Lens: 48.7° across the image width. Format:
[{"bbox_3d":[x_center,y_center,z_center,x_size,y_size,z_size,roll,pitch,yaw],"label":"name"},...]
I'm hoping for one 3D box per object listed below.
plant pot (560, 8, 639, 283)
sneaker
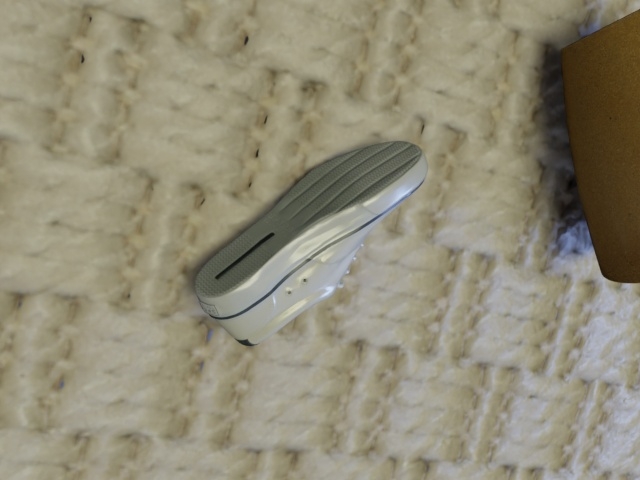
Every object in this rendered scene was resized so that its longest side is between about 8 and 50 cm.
[{"bbox_3d":[0.366,-0.118,0.763,0.237,0.237,0.254,-29,95,-17],"label":"plant pot"},{"bbox_3d":[0.000,0.000,0.685,0.258,0.094,0.091,-35,131,-10],"label":"sneaker"}]
